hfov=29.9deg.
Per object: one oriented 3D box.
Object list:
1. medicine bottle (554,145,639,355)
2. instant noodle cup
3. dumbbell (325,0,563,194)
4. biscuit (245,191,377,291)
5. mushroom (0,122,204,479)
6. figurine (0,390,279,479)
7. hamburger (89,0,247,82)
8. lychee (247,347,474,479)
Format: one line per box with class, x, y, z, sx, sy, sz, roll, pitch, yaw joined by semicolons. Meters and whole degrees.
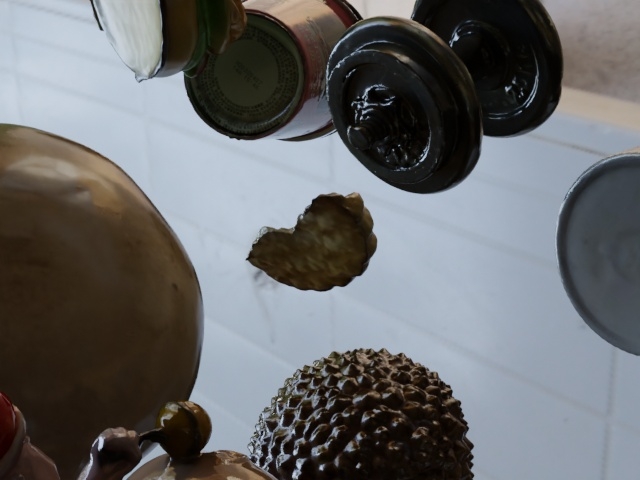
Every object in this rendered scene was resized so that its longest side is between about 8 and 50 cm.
medicine bottle;0.414;-0.024;1.156;0.224;0.384;0.224;17;113;44
instant noodle cup;-0.065;-0.231;1.601;0.243;0.255;0.244;3;102;14
dumbbell;0.126;-0.162;1.209;0.192;0.290;0.192;27;136;30
biscuit;0.000;0.000;1.364;0.118;0.061;0.183;39;137;-18
mushroom;-0.241;0.067;0.898;0.293;0.292;0.290;63;156;14
figurine;-0.082;0.177;0.608;0.176;0.186;0.287;16;161;39
hamburger;-0.170;-0.304;1.380;0.237;0.148;0.237;40;142;41
lychee;0.051;0.253;1.342;0.267;0.267;0.268;26;124;46
